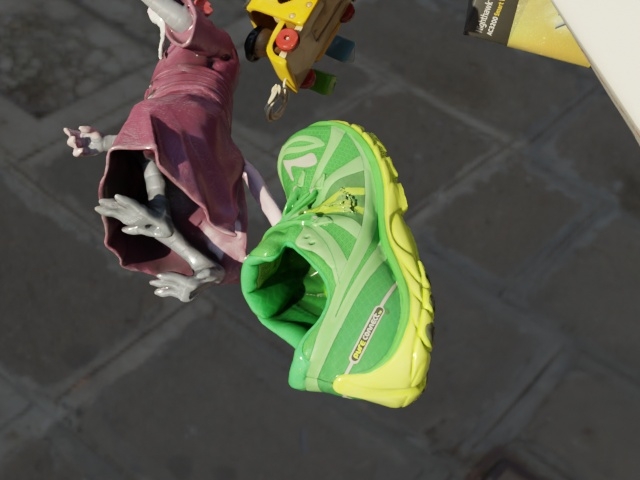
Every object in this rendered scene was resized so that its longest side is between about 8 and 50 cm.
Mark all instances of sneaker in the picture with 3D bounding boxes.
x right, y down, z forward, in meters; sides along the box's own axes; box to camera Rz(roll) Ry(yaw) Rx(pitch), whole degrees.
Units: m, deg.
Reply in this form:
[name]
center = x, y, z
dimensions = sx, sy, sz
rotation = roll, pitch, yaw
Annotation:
[sneaker]
center = 0.000, 0.000, 0.809
dimensions = 0.123, 0.109, 0.296
rotation = 1, 36, -14

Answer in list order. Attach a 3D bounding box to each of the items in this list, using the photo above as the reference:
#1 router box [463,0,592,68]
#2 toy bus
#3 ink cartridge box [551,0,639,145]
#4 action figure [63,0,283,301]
[router box]
center = 0.349, -0.380, 1.442
dimensions = 0.242, 0.309, 0.081
rotation = 14, 52, 0
[toy bus]
center = -0.038, -0.264, 1.286
dimensions = 0.104, 0.191, 0.202
rotation = 25, 31, 21
[ink cartridge box]
center = 0.226, -0.029, 0.493
dimensions = 0.114, 0.273, 0.197
rotation = -33, 56, 15
[action figure]
center = -0.134, -0.141, 1.176
dimensions = 0.275, 0.248, 0.370
rotation = 14, 52, -11
